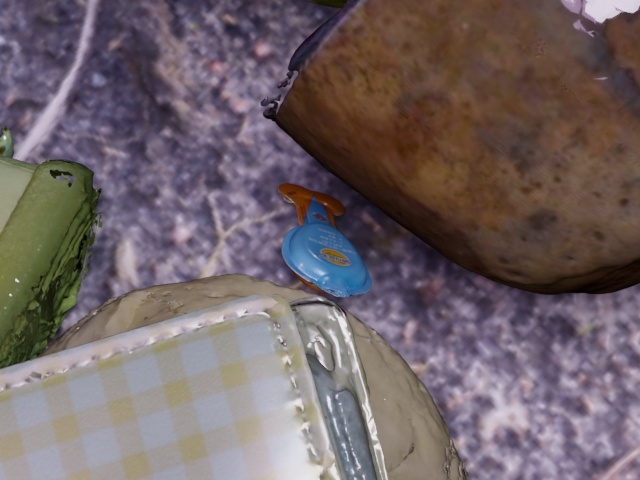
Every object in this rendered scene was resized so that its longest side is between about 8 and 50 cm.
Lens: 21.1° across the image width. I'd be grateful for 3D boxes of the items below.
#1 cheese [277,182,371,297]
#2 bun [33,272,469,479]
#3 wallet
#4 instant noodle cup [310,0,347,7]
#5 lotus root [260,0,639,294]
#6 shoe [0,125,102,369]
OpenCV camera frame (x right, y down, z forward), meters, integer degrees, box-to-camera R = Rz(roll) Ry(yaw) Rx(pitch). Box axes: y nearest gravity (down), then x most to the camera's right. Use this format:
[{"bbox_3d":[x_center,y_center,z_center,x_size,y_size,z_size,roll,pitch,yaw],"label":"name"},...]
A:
[{"bbox_3d":[0.000,-0.001,0.859,0.047,0.111,0.017,20,115,-16],"label":"cheese"},{"bbox_3d":[-0.051,0.138,0.809,0.259,0.152,0.259,-2,75,9],"label":"bun"},{"bbox_3d":[-0.055,0.191,0.693,0.223,0.077,0.309,-18,81,9],"label":"wallet"},{"bbox_3d":[0.021,-0.262,0.849,0.311,0.221,0.311,-1,78,7],"label":"instant noodle cup"},{"bbox_3d":[0.131,-0.076,0.795,0.272,0.272,0.192,-42,87,-3],"label":"lotus root"},{"bbox_3d":[-0.200,0.063,0.850,0.128,0.140,0.262,23,65,17],"label":"shoe"}]
